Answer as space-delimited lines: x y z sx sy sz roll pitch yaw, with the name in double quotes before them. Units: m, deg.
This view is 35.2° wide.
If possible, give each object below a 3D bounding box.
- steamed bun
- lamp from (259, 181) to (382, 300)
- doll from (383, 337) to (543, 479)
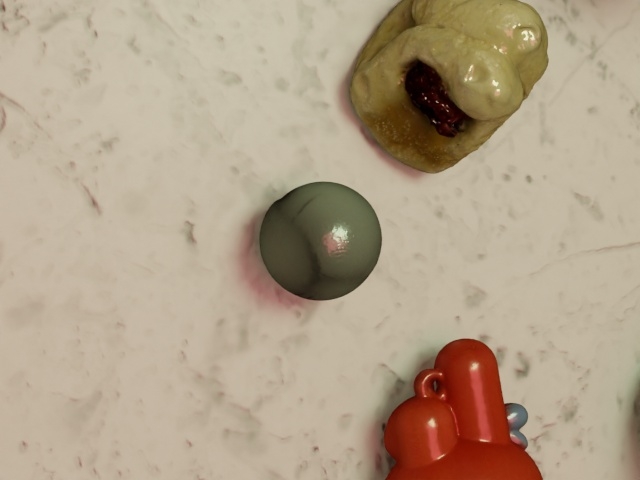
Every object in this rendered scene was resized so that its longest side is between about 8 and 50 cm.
"steamed bun" 0.128 -0.151 0.878 0.141 0.155 0.172 42 78 -18
"lamp" 0.000 0.000 0.865 0.105 0.105 0.105 -2 94 -22
"doll" 0.130 0.237 0.921 0.161 0.130 0.290 -11 92 -18
